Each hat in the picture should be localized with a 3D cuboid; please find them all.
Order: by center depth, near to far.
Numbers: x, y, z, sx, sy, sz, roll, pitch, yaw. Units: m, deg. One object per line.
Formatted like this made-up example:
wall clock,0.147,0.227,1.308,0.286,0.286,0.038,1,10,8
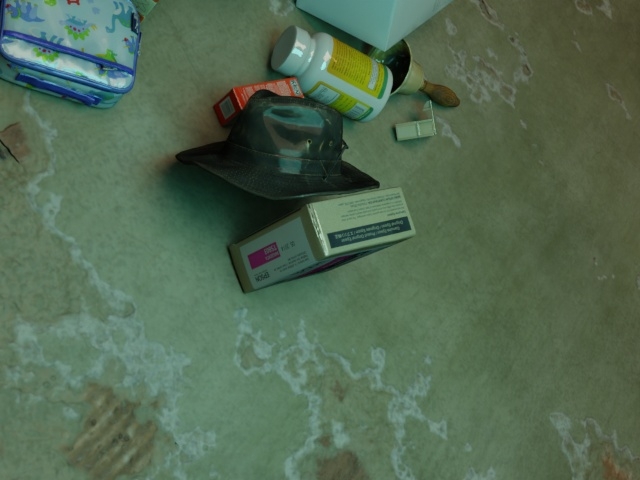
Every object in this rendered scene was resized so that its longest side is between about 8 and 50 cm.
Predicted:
hat,-0.054,-0.165,1.394,0.331,0.331,0.134,-2,112,-37

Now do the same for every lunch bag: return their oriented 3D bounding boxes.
lunch bag,-0.384,-0.302,1.346,0.219,0.090,0.176,15,66,-30

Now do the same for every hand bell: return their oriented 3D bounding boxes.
hand bell,0.207,-0.311,1.795,0.242,0.126,0.126,16,62,-45

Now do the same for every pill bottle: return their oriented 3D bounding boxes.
pill bottle,0.019,-0.307,1.627,0.208,0.117,0.118,22,60,-28

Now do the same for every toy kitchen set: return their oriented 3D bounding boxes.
toy kitchen set,0.188,-0.239,1.772,0.083,0.075,0.068,-41,123,-78

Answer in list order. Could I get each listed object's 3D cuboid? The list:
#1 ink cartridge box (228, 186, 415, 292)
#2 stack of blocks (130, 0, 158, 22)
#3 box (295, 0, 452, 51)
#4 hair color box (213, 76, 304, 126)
ink cartridge box,0.000,0.000,1.407,0.193,0.234,0.088,-14,83,-39
stack of blocks,-0.275,-0.474,1.359,0.171,0.297,0.087,36,53,-18
box,0.143,-0.544,1.729,0.215,0.168,0.345,32,48,19
hair color box,-0.106,-0.239,1.536,0.141,0.072,0.043,-18,83,-41
